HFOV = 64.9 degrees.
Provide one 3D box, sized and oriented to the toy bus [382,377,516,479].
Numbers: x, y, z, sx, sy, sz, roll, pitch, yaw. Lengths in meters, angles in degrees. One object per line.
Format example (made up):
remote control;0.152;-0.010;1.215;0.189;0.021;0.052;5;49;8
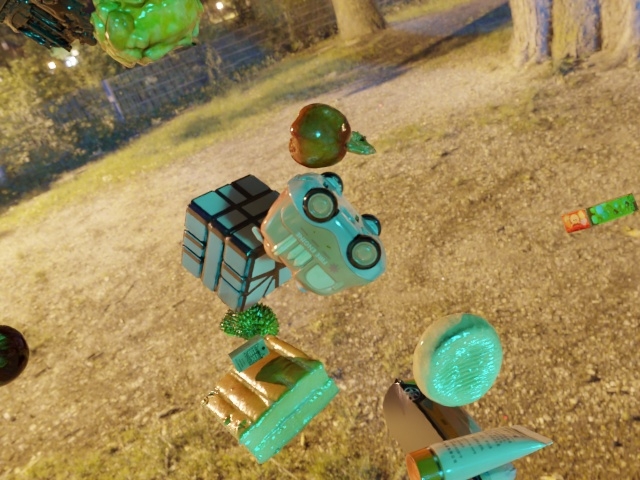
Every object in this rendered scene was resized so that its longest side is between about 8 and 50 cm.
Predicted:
toy bus;0.326;0.526;1.322;0.162;0.171;0.386;2;27;-28

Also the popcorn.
popcorn;-0.434;-0.562;1.269;0.286;0.215;0.252;-35;3;-27

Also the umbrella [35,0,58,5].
umbrella;-0.535;-0.554;0.914;0.070;0.248;0.071;-22;4;2

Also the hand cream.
hand cream;0.347;0.473;1.132;0.314;0.089;0.139;-14;-2;-10

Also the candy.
candy;0.519;-0.051;0.934;0.121;0.038;0.062;-16;-5;-18

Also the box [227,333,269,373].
box;-0.160;0.253;1.122;0.083;0.053;0.024;-31;40;-16

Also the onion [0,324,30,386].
onion;-0.598;0.217;0.934;0.118;0.117;0.118;13;-1;0

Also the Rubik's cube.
Rubik's cube;-0.237;0.006;1.586;0.283;0.288;0.293;36;45;17

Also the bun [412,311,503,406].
bun;0.301;0.260;1.144;0.222;0.222;0.127;-23;18;-6

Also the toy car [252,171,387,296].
toy car;0.000;0.000;1.046;0.212;0.270;0.180;-41;10;17

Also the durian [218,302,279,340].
durian;-0.261;0.321;1.939;0.237;0.177;0.200;31;17;20

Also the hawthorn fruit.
hawthorn fruit;0.004;-0.196;0.960;0.140;0.125;0.125;9;17;-23

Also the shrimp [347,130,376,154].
shrimp;0.123;-0.328;1.699;0.154;0.062;0.294;20;24;7

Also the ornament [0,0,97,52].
ornament;-0.727;-0.596;1.328;0.251;0.260;0.106;-23;49;35

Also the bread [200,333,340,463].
bread;-0.125;0.344;1.134;0.239;0.111;0.246;-39;27;-22
